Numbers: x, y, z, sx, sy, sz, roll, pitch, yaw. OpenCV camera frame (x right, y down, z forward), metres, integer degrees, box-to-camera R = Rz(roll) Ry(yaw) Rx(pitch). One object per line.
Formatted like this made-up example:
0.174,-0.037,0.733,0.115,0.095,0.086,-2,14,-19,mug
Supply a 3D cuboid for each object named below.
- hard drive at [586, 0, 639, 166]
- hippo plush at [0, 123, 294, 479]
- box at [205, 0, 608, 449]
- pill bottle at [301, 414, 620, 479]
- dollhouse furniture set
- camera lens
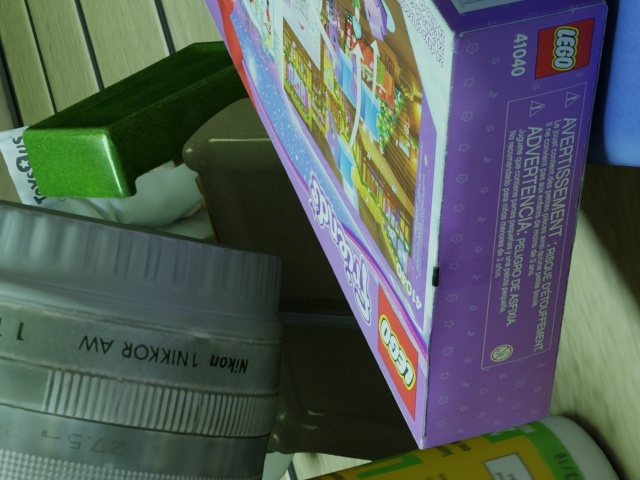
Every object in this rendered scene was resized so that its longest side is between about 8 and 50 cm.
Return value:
0.092,-0.129,0.635,0.319,0.040,0.210,-167,64,-76,hard drive
-0.098,0.051,1.395,0.236,0.234,0.294,33,161,27,hippo plush
0.016,-0.094,0.763,0.201,0.057,0.293,92,160,-45,box
0.008,0.167,0.833,0.136,0.246,0.136,167,90,-77,pill bottle
0.000,0.000,1.102,0.301,0.151,0.197,3,115,47,dollhouse furniture set
-0.141,0.123,0.963,0.219,0.219,0.274,-170,91,-76,camera lens
